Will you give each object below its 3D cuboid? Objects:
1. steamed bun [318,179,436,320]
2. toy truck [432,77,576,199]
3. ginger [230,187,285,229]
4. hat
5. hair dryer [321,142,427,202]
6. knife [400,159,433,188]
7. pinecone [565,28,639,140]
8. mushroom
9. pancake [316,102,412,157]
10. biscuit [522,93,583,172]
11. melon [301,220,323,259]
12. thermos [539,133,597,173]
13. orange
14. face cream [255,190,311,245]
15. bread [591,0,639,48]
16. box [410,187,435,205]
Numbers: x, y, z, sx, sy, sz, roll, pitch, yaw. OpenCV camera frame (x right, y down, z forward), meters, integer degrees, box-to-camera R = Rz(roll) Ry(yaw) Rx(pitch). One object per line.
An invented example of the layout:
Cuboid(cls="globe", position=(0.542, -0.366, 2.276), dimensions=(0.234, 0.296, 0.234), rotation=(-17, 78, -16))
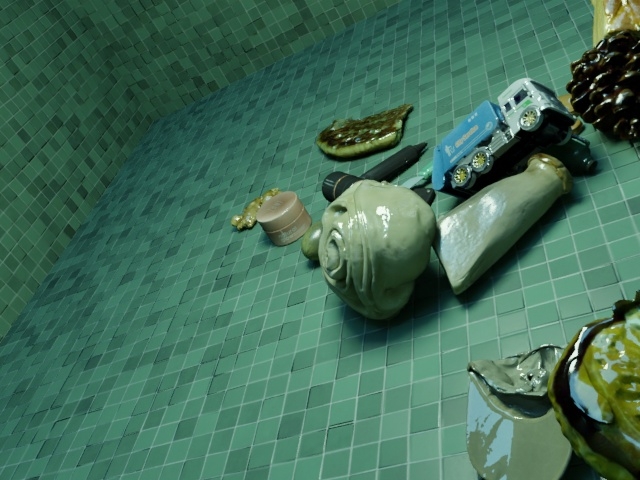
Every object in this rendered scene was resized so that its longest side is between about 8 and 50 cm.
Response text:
Cuboid(cls="steamed bun", position=(0.096, 0.003, 1.553), dimensions=(0.310, 0.219, 0.324), rotation=(-69, 27, 21))
Cuboid(cls="toy truck", position=(0.434, -0.235, 1.650), dimensions=(0.367, 0.146, 0.175), rotation=(-42, 50, 37))
Cuboid(cls="ginger", position=(-0.205, -0.112, 2.305), dimensions=(0.193, 0.053, 0.176), rotation=(-7, 38, 25))
Cuboid(cls="hat", position=(0.361, 0.294, 1.135), dimensions=(0.214, 0.149, 0.245), rotation=(-7, 75, 46))
Cuboid(cls="hair dryer", position=(0.182, -0.212, 2.054), dimensions=(0.352, 0.107, 0.189), rotation=(-32, 26, -16))
Cuboid(cls="knife", position=(0.272, -0.175, 1.917), dimensions=(0.260, 0.035, 0.063), rotation=(-34, 25, -18))
Cuboid(cls="pinecone", position=(0.733, -0.364, 1.601), dimensions=(0.243, 0.243, 0.257), rotation=(-32, 59, 1))
Cuboid(cls="mushroom", position=(0.400, -0.050, 1.532), dimensions=(0.407, 0.137, 0.154), rotation=(-39, 45, -14))
Cuboid(cls="pancake", position=(0.143, -0.379, 2.376), dimensions=(0.426, 0.067, 0.305), rotation=(-4, 33, 43))
Cuboid(cls="biscuit", position=(0.597, -0.302, 1.816), dimensions=(0.339, 0.047, 0.216), rotation=(-43, 32, -17))
Cuboid(cls="melon", position=(0.000, 0.000, 1.889), dimensions=(0.098, 0.098, 0.131), rotation=(4, 49, 47))
Cuboid(cls="thermos", position=(0.596, -0.222, 1.643), dimensions=(0.083, 0.073, 0.187), rotation=(-14, 40, -33))
Cuboid(cls="orange", position=(0.521, 0.214, 0.947), dimensions=(0.368, 0.210, 0.271), rotation=(-32, 47, 0))
Cuboid(cls="face cream", position=(-0.114, -0.069, 2.093), dimensions=(0.149, 0.104, 0.149), rotation=(-24, 30, 15))
Cuboid(cls="bread", position=(0.838, -0.598, 1.676), dimensions=(0.279, 0.207, 0.279), rotation=(3, 74, 15))
Cuboid(cls="box", position=(0.250, -0.100, 1.867), dimensions=(0.125, 0.027, 0.126), rotation=(-1, 42, 43))
